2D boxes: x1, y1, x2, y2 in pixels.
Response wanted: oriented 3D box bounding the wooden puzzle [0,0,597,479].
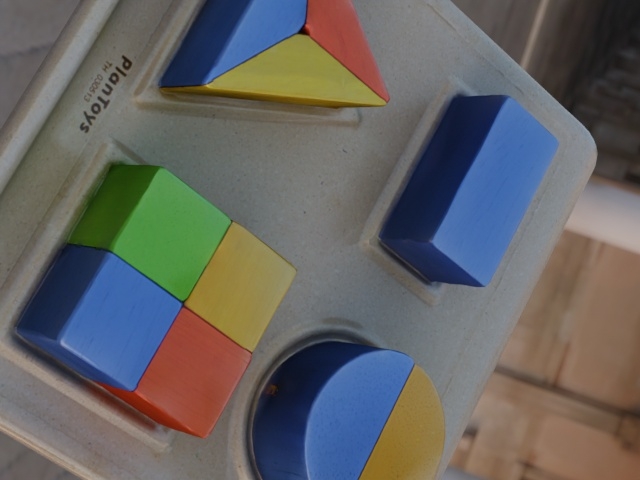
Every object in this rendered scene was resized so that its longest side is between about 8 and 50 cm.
[{"bbox_3d":[0.000,0.000,0.791,0.348,0.080,0.322,39,71,-35],"label":"wooden puzzle"}]
